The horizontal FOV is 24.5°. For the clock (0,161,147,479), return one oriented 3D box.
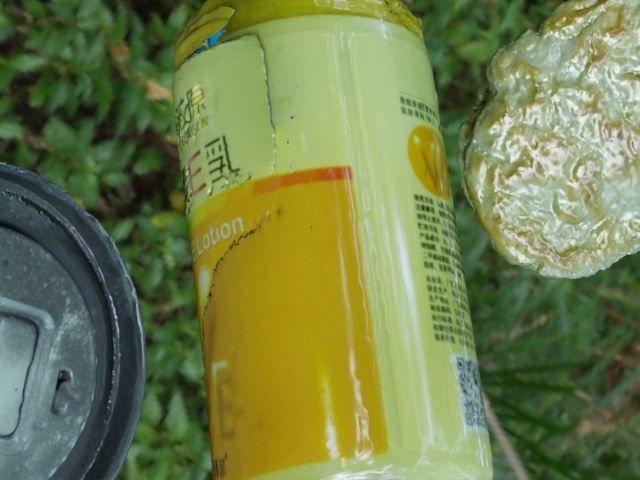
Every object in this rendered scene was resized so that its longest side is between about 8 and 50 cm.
[{"bbox_3d":[-0.331,0.117,1.358,0.386,0.076,0.386,-1,91,-44],"label":"clock"}]

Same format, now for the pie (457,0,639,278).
[{"bbox_3d":[0.221,-0.092,1.145,0.248,0.201,0.090,-27,-170,-1],"label":"pie"}]

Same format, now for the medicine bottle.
[{"bbox_3d":[0.000,0.000,0.633,0.124,0.124,0.238,38,41,-67],"label":"medicine bottle"}]
